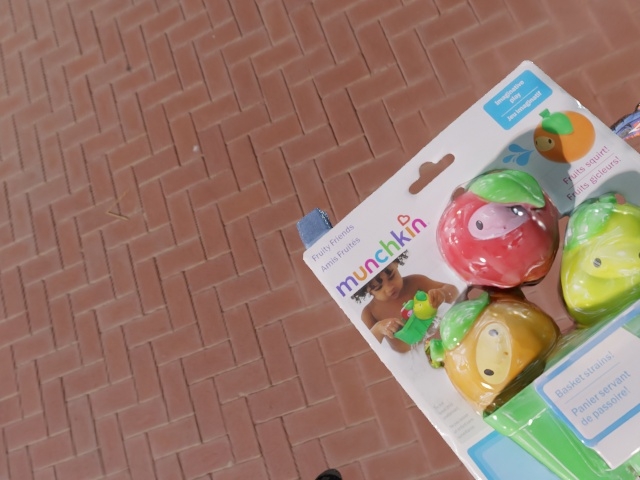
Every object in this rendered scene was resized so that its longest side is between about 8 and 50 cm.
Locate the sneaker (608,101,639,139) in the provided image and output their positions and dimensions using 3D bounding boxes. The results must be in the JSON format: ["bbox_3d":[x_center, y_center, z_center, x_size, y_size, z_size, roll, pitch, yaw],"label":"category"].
[{"bbox_3d":[0.868,-0.314,1.377,0.087,0.083,0.221,48,118,6],"label":"sneaker"}]

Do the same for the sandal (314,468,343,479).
[{"bbox_3d":[-0.017,0.563,1.061,0.067,0.040,0.179,42,87,13],"label":"sandal"}]

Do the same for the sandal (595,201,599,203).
[{"bbox_3d":[0.795,-0.127,1.455,0.049,0.072,0.180,-10,110,-13],"label":"sandal"}]

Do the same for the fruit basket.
[{"bbox_3d":[0.199,0.040,0.481,0.327,0.165,0.353,-40,77,7],"label":"fruit basket"}]

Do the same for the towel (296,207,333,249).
[{"bbox_3d":[0.000,0.000,0.964,0.067,0.029,0.119,-34,59,15],"label":"towel"}]

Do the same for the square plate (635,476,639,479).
[{"bbox_3d":[0.492,0.579,0.973,0.348,0.344,0.049,-17,98,10],"label":"square plate"}]

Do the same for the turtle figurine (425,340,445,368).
[{"bbox_3d":[0.330,0.322,1.269,0.217,0.269,0.087,33,127,15],"label":"turtle figurine"}]
